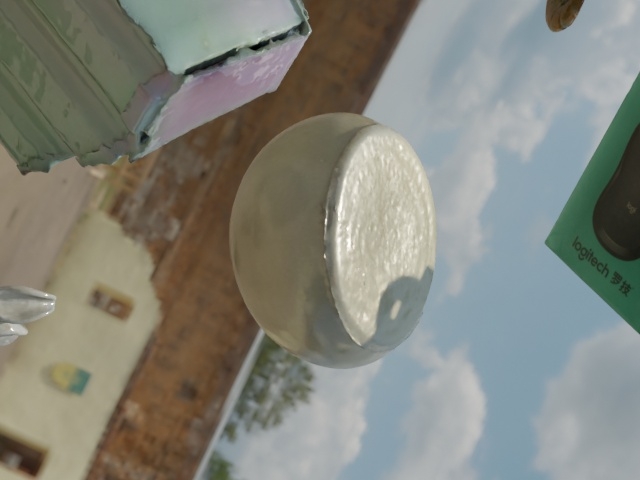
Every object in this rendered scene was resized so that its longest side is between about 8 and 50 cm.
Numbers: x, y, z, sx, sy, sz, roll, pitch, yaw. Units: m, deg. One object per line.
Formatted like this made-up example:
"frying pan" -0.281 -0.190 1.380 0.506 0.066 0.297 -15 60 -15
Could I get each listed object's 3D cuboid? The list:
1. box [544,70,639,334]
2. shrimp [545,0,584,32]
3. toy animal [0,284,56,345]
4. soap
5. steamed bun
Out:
"box" 0.418 -0.062 1.588 0.205 0.118 0.311 49 -58 42
"shrimp" 0.229 -0.236 1.222 0.059 0.023 0.108 -119 -134 -65
"toy animal" -0.437 0.091 1.677 0.103 0.221 0.130 -59 -153 25
"soap" -0.219 -0.247 1.056 0.156 0.446 0.261 -24 157 -44
"steamed bun" 0.000 0.000 1.252 0.145 0.232 0.231 1 -127 31
